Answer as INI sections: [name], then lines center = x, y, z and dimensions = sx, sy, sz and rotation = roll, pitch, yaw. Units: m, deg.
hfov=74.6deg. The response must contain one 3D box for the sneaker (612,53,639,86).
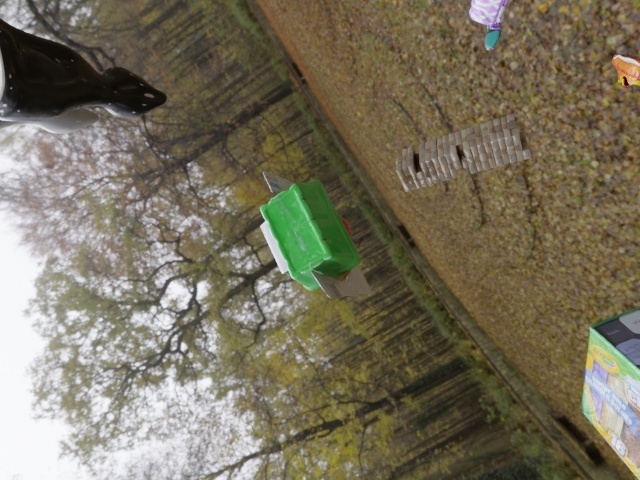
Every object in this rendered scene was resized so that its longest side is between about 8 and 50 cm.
[sneaker]
center = 0.749, -0.417, 1.029
dimensions = 0.175, 0.064, 0.067
rotation = -52, -28, -54

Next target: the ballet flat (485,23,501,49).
[ballet flat]
center = 0.459, -0.546, 1.107
dimensions = 0.041, 0.041, 0.114
rotation = 43, -126, -68

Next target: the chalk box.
[chalk box]
center = 0.389, 0.152, 0.452
dimensions = 0.132, 0.132, 0.213
rotation = -111, 2, -56

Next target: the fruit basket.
[fruit basket]
center = 0.000, 0.000, 1.056
dimensions = 0.327, 0.165, 0.353
rotation = 63, -168, 14

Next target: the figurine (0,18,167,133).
[figurine]
center = -0.335, -0.171, 0.511
dimensions = 0.209, 0.215, 0.092
rotation = -20, -75, -65

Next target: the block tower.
[block tower]
center = 0.381, -0.237, 1.153
dimensions = 0.097, 0.335, 0.091
rotation = 53, -146, -40

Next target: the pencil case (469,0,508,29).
[pencil case]
center = 0.394, -0.574, 0.912
dimensions = 0.206, 0.086, 0.088
rotation = 92, 166, -55
